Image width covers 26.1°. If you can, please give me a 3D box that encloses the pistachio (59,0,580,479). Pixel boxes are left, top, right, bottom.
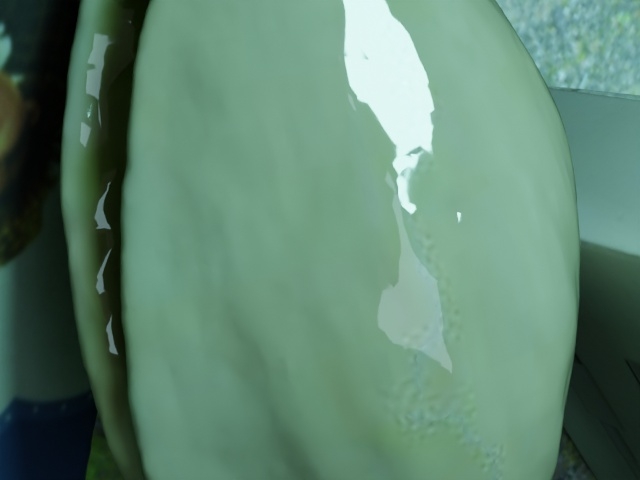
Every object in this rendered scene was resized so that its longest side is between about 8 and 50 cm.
[{"bbox_3d":[0.000,0.000,0.573,0.226,0.208,0.332,-19,111,-32],"label":"pistachio"}]

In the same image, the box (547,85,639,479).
[{"bbox_3d":[0.191,0.049,0.705,0.106,0.203,0.252,-42,119,-15],"label":"box"}]

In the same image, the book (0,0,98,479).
[{"bbox_3d":[-0.183,0.021,0.505,0.300,0.039,0.428,0,102,-57],"label":"book"}]
